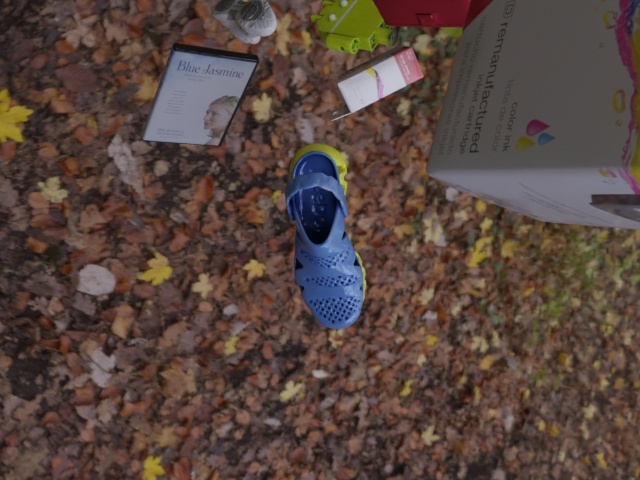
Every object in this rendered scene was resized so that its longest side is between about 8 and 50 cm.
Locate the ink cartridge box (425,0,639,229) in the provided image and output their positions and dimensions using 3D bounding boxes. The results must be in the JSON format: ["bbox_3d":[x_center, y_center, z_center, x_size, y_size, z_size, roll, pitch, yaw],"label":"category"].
[{"bbox_3d":[0.219,-0.123,0.411,0.131,0.306,0.226,18,85,-27],"label":"ink cartridge box"}]

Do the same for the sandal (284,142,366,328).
[{"bbox_3d":[0.000,0.000,1.222,0.126,0.138,0.317,-11,98,8],"label":"sandal"}]

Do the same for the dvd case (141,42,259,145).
[{"bbox_3d":[-0.250,-0.292,1.509,0.180,0.253,0.022,1,52,-31],"label":"dvd case"}]

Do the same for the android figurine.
[{"bbox_3d":[0.103,-0.594,1.967,0.248,0.273,0.056,-54,147,-22],"label":"android figurine"}]

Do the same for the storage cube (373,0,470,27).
[{"bbox_3d":[0.171,-0.463,1.123,0.184,0.215,0.193,-59,138,-16],"label":"storage cube"}]

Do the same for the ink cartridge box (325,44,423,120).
[{"bbox_3d":[0.091,-0.312,1.445,0.198,0.115,0.067,-27,107,1],"label":"ink cartridge box"}]

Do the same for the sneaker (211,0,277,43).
[{"bbox_3d":[-0.166,-0.528,1.787,0.090,0.232,0.115,-47,134,-8],"label":"sneaker"}]
